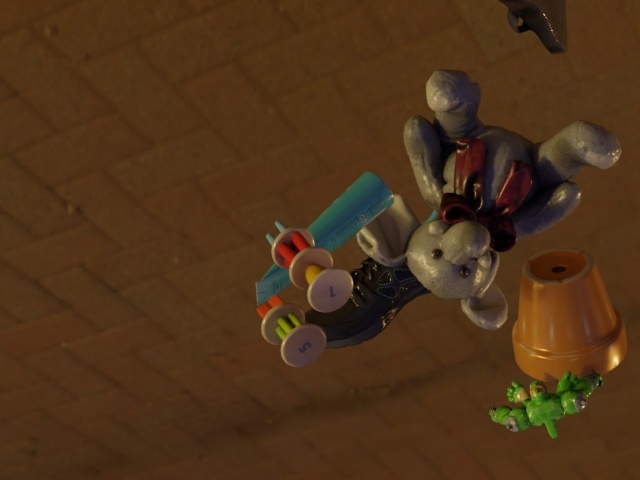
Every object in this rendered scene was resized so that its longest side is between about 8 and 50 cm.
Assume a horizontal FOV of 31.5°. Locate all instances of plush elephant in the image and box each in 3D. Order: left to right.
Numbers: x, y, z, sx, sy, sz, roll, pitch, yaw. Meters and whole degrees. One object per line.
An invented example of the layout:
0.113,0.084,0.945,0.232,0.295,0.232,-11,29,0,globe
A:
0.206,-0.034,1.577,0.272,0.255,0.330,24,154,-5,plush elephant

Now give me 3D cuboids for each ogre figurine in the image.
0.386,0.279,1.938,0.197,0.096,0.118,-2,-171,9,ogre figurine

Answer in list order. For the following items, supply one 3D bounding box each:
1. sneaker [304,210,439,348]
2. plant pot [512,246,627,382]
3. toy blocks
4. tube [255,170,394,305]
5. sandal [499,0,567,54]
0.104,0.054,1.869,0.341,0.125,0.139,-30,120,-5,sneaker
0.441,0.123,2.057,0.205,0.205,0.188,-12,117,7,plant pot
-0.034,0.052,1.253,0.054,0.148,0.123,16,108,-33,toy blocks
0.000,0.000,1.372,0.207,0.052,0.080,-42,159,-16,tube
0.246,-0.297,1.369,0.054,0.097,0.254,-5,165,29,sandal
